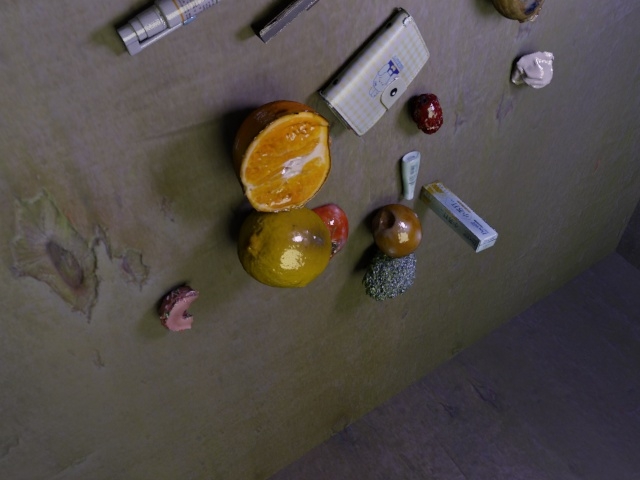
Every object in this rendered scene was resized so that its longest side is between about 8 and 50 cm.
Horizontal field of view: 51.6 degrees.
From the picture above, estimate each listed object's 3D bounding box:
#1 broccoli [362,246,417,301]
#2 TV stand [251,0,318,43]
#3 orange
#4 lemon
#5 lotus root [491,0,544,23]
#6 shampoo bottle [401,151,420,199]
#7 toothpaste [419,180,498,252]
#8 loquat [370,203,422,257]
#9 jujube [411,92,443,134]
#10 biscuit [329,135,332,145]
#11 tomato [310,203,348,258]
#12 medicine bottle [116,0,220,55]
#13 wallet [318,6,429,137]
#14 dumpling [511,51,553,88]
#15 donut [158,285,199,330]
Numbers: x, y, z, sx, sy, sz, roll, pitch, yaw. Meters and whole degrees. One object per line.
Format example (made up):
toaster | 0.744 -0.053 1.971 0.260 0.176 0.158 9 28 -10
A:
broccoli | 0.252 0.101 2.418 0.198 0.226 0.176 19 137 -27
TV stand | -0.044 -0.546 1.492 0.256 0.049 0.040 -41 145 0
orange | -0.095 -0.212 1.646 0.274 0.274 0.310 -36 180 -7
lemon | -0.105 0.013 1.887 0.284 0.260 0.260 -19 141 -36
lotus root | 0.550 -0.687 1.831 0.154 0.154 0.278 -45 149 6
shampoo bottle | 0.299 -0.212 2.215 0.069 0.041 0.191 -34 146 -21
toothpaste | 0.472 -0.085 2.286 0.089 0.313 0.071 -19 140 -28
loquat | 0.263 -0.030 2.267 0.179 0.179 0.227 -44 150 4
jujube | 0.325 -0.376 2.006 0.104 0.104 0.166 -40 148 -2
biscuit | -0.020 -0.278 1.845 0.071 0.018 0.147 -50 145 16
tomato | 0.000 0.000 2.113 0.237 0.095 0.237 -27 144 -21
medicine bottle | -0.303 -0.453 1.338 0.220 0.061 0.092 -33 165 -11
wallet | 0.156 -0.444 1.792 0.309 0.077 0.223 -45 143 4
dumpling | 0.696 -0.555 2.177 0.127 0.108 0.188 -15 162 2
donut | -0.426 0.205 1.949 0.117 0.065 0.166 -14 137 -37
